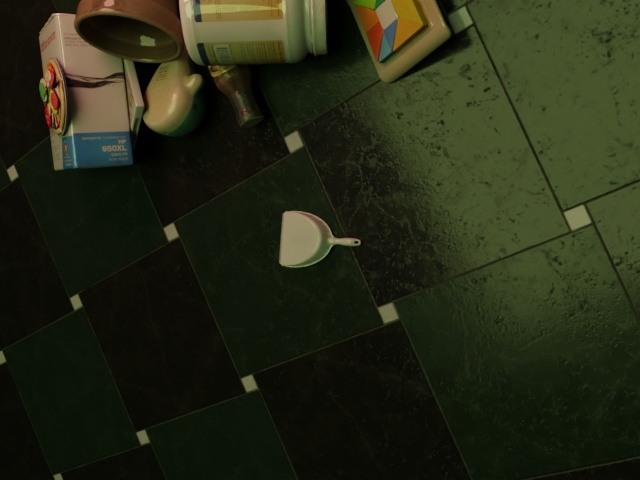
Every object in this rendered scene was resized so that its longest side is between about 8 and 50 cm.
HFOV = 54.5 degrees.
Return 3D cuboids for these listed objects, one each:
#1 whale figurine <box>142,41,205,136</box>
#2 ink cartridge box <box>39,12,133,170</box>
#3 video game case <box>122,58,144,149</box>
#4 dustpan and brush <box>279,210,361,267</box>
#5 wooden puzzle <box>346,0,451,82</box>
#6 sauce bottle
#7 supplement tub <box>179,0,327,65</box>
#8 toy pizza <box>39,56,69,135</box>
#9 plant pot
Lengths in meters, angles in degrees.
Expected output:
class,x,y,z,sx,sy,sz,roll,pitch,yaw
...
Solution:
class,x,y,z,sx,sy,sz,roll,pitch,yaw
whale figurine,-0.378,-0.409,1.681,0.216,0.141,0.272,-2,74,37
ink cartridge box,-0.659,-0.399,1.734,0.285,0.166,0.394,9,105,57
video game case,-0.535,-0.401,1.719,0.206,0.026,0.227,-50,53,55
dustpan and brush,0.000,0.000,1.584,0.211,0.060,0.147,3,87,34
wooden puzzle,0.158,-0.499,1.369,0.221,0.044,0.238,-28,86,52
sauce bottle,-0.235,-0.461,1.591,0.111,0.111,0.344,-25,87,29
supplement tub,-0.142,-0.519,1.419,0.316,0.228,0.228,-1,99,2
toy pizza,-0.697,-0.373,1.613,0.201,0.032,0.201,19,113,52
plant pot,-0.458,-0.600,1.536,0.263,0.263,0.229,1,82,28
